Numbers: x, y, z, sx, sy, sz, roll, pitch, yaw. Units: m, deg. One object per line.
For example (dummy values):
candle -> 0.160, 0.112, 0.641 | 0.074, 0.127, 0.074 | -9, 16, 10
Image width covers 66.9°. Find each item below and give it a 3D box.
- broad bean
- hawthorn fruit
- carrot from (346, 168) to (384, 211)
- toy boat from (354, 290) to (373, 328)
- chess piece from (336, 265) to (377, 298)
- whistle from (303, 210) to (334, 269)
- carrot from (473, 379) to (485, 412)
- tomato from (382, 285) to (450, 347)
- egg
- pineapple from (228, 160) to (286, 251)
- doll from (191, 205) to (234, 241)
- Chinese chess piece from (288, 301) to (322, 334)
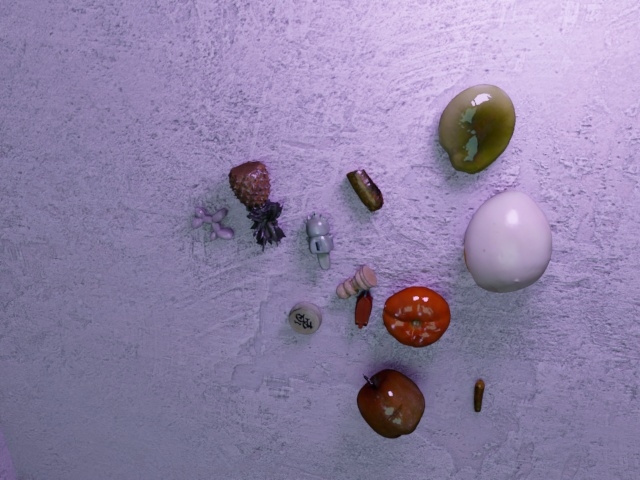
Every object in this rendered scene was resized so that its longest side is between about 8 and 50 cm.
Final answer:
broad bean -> 0.502, -0.357, 1.570 | 0.237, 0.119, 0.291 | 14, 117, 5
hawthorn fruit -> 0.279, 0.675, 2.046 | 0.300, 0.268, 0.268 | 39, 117, 2
carrot -> 0.165, -0.186, 1.747 | 0.082, 0.082, 0.173 | -27, 105, 22
toy boat -> 0.177, 0.275, 1.983 | 0.069, 0.059, 0.173 | 8, 110, 7
chess piece -> 0.132, 0.177, 1.928 | 0.170, 0.094, 0.094 | -32, 106, 28
whistle -> 0.000, 0.000, 1.865 | 0.110, 0.092, 0.245 | -8, 112, 14
carrot -> 0.682, 0.672, 2.084 | 0.042, 0.042, 0.171 | 0, 118, 12
tomato -> 0.370, 0.285, 1.878 | 0.259, 0.180, 0.260 | 4, 114, 9
egg -> 0.629, 0.004, 1.632 | 0.282, 0.283, 0.346 | 2, 111, 11
pineapple -> -0.221, -0.121, 1.834 | 0.165, 0.166, 0.365 | -11, 121, 16
doll -> -0.441, -0.069, 1.942 | 0.159, 0.059, 0.161 | -8, 114, 14
Chinese chess piece -> -0.065, 0.332, 2.060 | 0.143, 0.058, 0.144 | 5, 116, 10
